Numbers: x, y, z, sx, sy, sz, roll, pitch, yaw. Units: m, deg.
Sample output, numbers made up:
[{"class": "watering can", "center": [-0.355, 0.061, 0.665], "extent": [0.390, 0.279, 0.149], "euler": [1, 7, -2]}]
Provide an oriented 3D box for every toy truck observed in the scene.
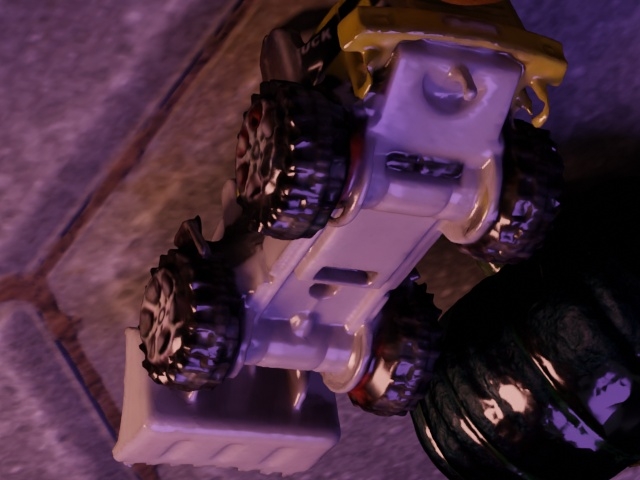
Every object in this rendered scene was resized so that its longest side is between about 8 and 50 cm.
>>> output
[{"class": "toy truck", "center": [0.000, 0.000, 0.809], "extent": [0.136, 0.111, 0.286], "euler": [8, 140, -26]}]

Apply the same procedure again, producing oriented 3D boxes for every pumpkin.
[{"class": "pumpkin", "center": [0.133, 0.052, 0.937], "extent": [0.194, 0.150, 0.194], "euler": [-13, 157, -6]}]

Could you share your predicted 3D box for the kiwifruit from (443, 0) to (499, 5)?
[{"class": "kiwifruit", "center": [0.083, -0.134, 0.697], "extent": [0.124, 0.075, 0.075], "euler": [-30, 148, 1]}]
